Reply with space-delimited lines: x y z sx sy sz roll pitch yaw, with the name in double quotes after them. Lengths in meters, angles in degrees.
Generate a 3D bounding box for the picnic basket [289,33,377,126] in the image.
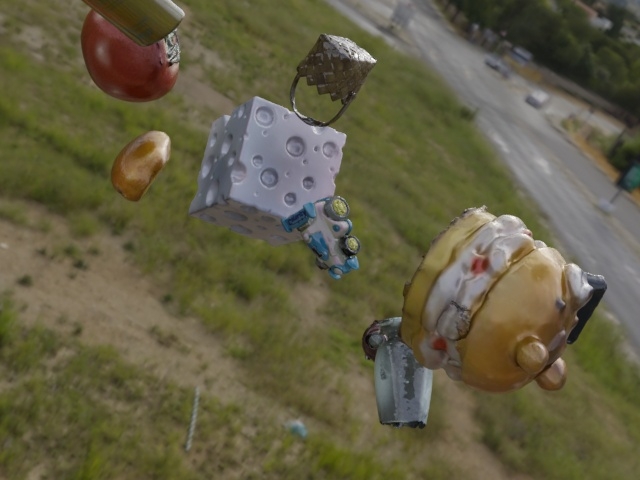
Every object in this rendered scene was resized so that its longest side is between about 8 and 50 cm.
0.014 -0.308 1.842 0.128 0.178 0.137 39 23 21 "picnic basket"

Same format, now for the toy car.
0.000 0.000 1.861 0.098 0.126 0.162 -12 79 -40 "toy car"

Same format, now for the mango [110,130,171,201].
-0.415 -0.187 2.191 0.102 0.141 0.217 39 43 -17 "mango"

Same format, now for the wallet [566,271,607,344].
0.360 0.097 1.638 0.285 0.146 0.030 15 21 -20 "wallet"

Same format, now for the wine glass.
0.157 0.251 1.779 0.111 0.111 0.204 16 66 -35 "wine glass"

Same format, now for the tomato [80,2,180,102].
-0.435 -0.447 2.173 0.224 0.256 0.256 -7 29 -1 "tomato"

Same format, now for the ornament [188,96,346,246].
-0.120 -0.145 2.102 0.239 0.240 0.239 20 -17 -25 "ornament"

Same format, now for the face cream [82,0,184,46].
-0.390 -0.464 1.685 0.285 0.139 0.067 37 53 -33 "face cream"

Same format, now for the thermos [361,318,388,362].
0.156 0.231 2.111 0.124 0.099 0.232 11 -5 19 "thermos"

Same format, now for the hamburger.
0.273 0.109 1.416 0.236 0.276 0.276 34 20 31 "hamburger"
